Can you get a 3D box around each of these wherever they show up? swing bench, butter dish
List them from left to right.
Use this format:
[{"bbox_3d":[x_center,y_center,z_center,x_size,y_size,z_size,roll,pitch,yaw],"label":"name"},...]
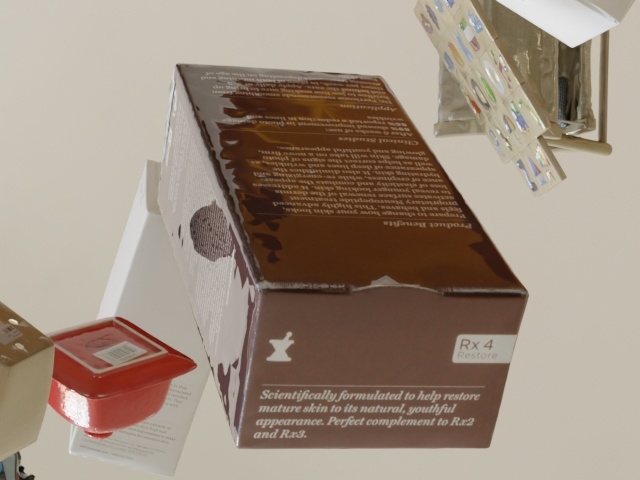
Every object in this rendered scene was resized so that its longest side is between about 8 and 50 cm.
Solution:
[{"bbox_3d":[-0.246,0.168,1.888,0.160,0.118,0.160,-14,-150,-43],"label":"butter dish"},{"bbox_3d":[0.274,-0.249,2.230,0.165,0.253,0.254,-1,174,30],"label":"swing bench"}]

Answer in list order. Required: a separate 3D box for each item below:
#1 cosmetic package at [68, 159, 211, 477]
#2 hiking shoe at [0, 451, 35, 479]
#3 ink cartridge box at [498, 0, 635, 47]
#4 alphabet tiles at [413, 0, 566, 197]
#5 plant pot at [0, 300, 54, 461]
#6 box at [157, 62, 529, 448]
[{"bbox_3d":[-0.212,0.103,2.230,0.197,0.155,0.366,-104,-149,-68],"label":"cosmetic package"},{"bbox_3d":[-0.419,0.271,1.952,0.132,0.304,0.113,-43,-139,-22],"label":"hiking shoe"},{"bbox_3d":[0.260,-0.296,1.450,0.237,0.100,0.172,-57,-177,-3],"label":"ink cartridge box"},{"bbox_3d":[0.185,-0.208,1.970,0.011,0.342,0.285,-30,176,-5],"label":"alphabet tiles"},{"bbox_3d":[-0.274,0.106,1.321,0.096,0.109,0.109,-61,166,22],"label":"plant pot"},{"bbox_3d":[0.000,0.000,1.274,0.191,0.143,0.381,2,-154,-15],"label":"box"}]
